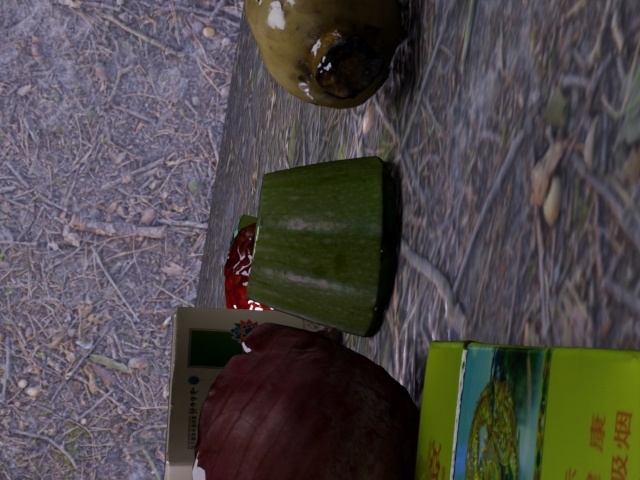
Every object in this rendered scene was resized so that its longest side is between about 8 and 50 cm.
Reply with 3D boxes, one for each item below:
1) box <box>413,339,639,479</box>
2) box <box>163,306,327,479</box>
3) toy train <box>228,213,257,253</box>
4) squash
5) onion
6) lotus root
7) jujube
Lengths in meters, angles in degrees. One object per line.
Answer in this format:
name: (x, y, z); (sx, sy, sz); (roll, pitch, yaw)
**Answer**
box: (0.104, 0.143, 0.570); (0.335, 0.047, 0.187); (156, 120, -80)
box: (-0.066, 0.170, 1.160); (0.212, 0.168, 0.095); (-95, 12, -51)
toy train: (-0.083, 0.004, 1.643); (0.122, 0.081, 0.050); (125, 157, -69)
squash: (0.000, 0.000, 1.085); (0.170, 0.123, 0.170); (-173, 90, -86)
onion: (0.015, 0.151, 0.804); (0.283, 0.120, 0.227); (-75, -28, -50)
lotus root: (0.003, -0.218, 1.117); (0.146, 0.160, 0.284); (-38, 33, 17)
jujube: (-0.071, 0.050, 1.459); (0.112, 0.109, 0.176); (-49, -13, -32)
